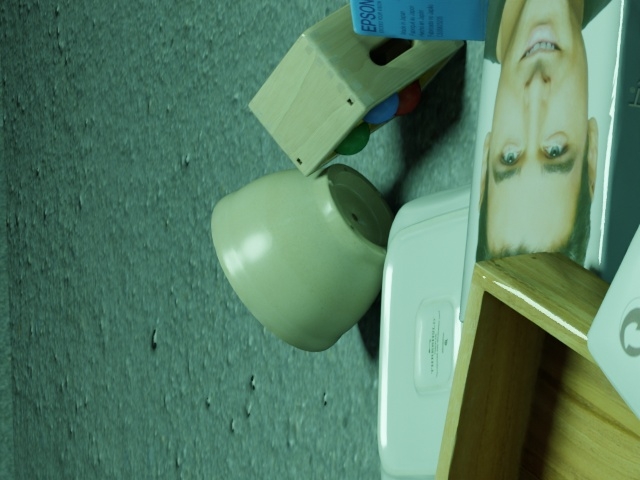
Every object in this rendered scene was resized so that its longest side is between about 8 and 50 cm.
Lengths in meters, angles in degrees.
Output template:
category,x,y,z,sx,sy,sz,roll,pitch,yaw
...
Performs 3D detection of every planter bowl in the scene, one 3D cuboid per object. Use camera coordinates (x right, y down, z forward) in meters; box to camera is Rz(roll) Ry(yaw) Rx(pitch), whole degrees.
category,x,y,z,sx,sy,sz,roll,pitch,yaw
planter bowl,0.000,0.000,1.684,0.109,0.162,0.162,-36,45,26

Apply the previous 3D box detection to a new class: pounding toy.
category,x,y,z,sx,sy,sz,roll,pitch,yaw
pounding toy,0.066,-0.164,1.610,0.094,0.181,0.206,51,146,5

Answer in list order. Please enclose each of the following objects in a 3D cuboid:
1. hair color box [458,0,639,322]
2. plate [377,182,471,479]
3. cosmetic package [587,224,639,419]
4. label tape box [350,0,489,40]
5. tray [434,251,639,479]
category,x,y,z,sx,sy,sz,roll,pitch,yaw
hair color box,0.195,-0.122,1.267,0.185,0.113,0.374,-179,95,-68
plate,0.108,0.083,1.516,0.278,0.045,0.277,161,114,-65
cosmetic package,0.316,-0.086,0.770,0.453,0.230,0.161,-69,28,24
label tape box,0.085,-0.357,1.435,0.249,0.115,0.348,77,-164,-69
tray,0.215,0.180,1.037,0.411,0.076,0.203,37,126,49
